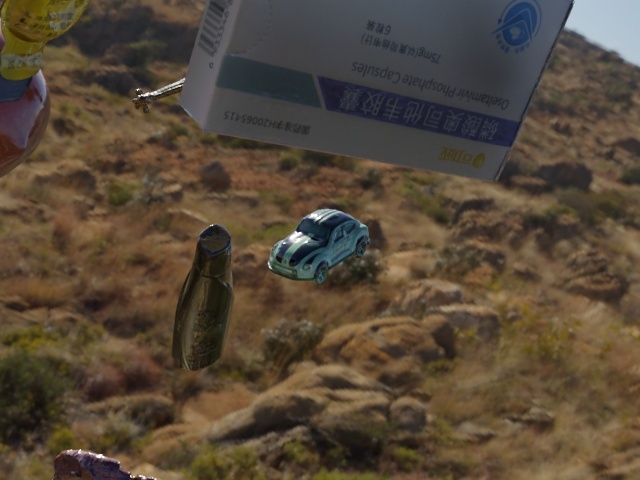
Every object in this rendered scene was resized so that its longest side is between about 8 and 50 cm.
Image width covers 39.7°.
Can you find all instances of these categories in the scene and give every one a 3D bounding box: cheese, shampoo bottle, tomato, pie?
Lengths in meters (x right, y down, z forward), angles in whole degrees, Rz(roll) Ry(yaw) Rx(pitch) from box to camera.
[{"bbox_3d":[-0.361,-0.277,1.126,0.064,0.250,0.156,39,23,10],"label":"cheese"},{"bbox_3d":[-0.226,0.117,1.744,0.125,0.350,0.084,-27,58,-36],"label":"shampoo bottle"},{"bbox_3d":[-0.603,-0.231,1.457,0.321,0.322,0.321,25,14,-7],"label":"tomato"},{"bbox_3d":[-0.325,0.395,1.417,0.218,0.054,0.204,30,-31,-23],"label":"pie"}]

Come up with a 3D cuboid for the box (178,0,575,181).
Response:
[{"bbox_3d":[0.060,-0.174,0.806,0.343,0.200,0.065,6,24,-34],"label":"box"}]

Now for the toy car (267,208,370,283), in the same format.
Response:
[{"bbox_3d":[0.000,0.000,2.152,0.136,0.125,0.306,20,29,30],"label":"toy car"}]

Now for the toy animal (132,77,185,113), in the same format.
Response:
[{"bbox_3d":[-0.211,-0.304,1.637,0.149,0.275,0.054,-77,147,-78],"label":"toy animal"}]
